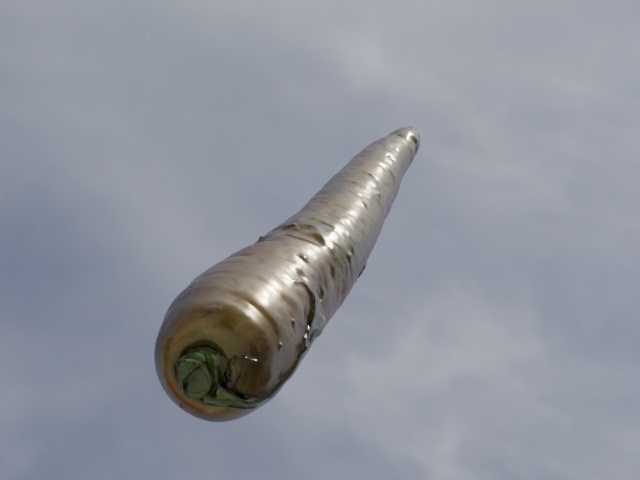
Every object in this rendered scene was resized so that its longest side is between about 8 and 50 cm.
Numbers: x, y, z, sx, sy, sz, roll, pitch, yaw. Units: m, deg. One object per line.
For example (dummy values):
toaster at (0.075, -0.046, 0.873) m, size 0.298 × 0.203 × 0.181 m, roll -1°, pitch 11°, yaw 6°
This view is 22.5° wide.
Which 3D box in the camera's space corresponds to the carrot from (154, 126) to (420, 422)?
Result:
carrot at (0.000, 0.000, 0.604) m, size 0.049 × 0.254 × 0.049 m, roll 8°, pitch -65°, yaw 18°
